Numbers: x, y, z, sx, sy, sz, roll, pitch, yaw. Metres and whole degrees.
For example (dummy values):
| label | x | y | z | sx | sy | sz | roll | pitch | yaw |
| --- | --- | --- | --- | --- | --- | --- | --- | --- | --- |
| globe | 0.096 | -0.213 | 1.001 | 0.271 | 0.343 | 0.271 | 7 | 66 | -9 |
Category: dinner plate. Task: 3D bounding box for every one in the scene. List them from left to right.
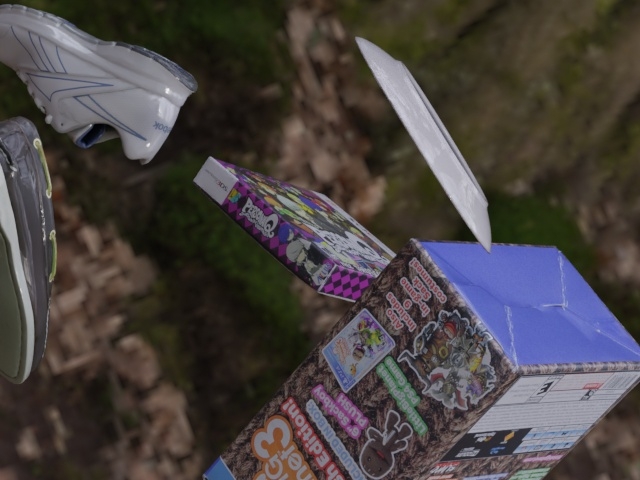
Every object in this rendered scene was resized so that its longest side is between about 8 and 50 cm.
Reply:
| label | x | y | z | sx | sy | sz | roll | pitch | yaw |
| --- | --- | --- | --- | --- | --- | --- | --- | --- | --- |
| dinner plate | 0.062 | -0.056 | 1.088 | 0.141 | 0.017 | 0.141 | 57 | 8 | -12 |

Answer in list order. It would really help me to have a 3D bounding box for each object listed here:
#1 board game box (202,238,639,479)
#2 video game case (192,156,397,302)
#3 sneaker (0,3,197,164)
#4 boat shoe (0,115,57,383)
| label | x | y | z | sx | sy | sz | roll | pitch | yaw |
| --- | --- | --- | --- | --- | --- | --- | --- | --- | --- |
| board game box | 0.090 | 0.150 | 1.637 | 0.232 | 0.291 | 0.141 | 4 | 43 | -54 |
| video game case | 0.000 | 0.000 | 2.132 | 0.210 | 0.042 | 0.232 | 40 | 13 | 32 |
| sneaker | -0.286 | -0.181 | 2.230 | 0.111 | 0.297 | 0.129 | 22 | 91 | -62 |
| boat shoe | -0.240 | 0.010 | 1.559 | 0.069 | 0.081 | 0.227 | -36 | 137 | -39 |
